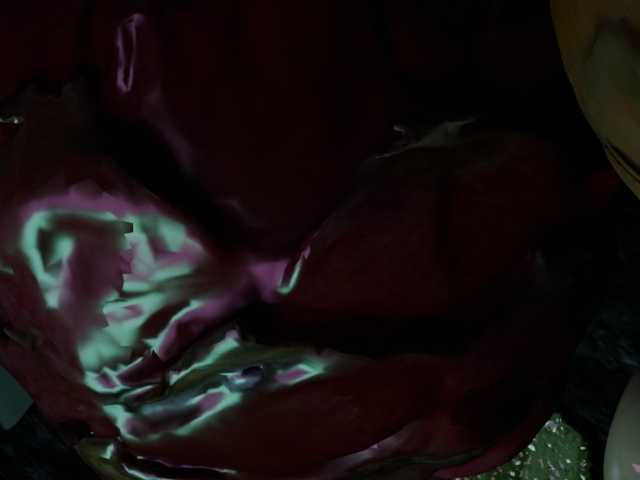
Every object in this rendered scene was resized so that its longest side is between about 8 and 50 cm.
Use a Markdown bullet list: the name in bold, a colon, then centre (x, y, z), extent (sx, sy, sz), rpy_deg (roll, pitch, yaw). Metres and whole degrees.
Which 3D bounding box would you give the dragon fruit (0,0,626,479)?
- **dragon fruit**: centre (-0.016, -0.034, 0.749), extent (0.329, 0.329, 0.329), rpy_deg (30, 153, 17)

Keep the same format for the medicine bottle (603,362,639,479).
- **medicine bottle**: centre (0.276, 0.134, 0.874), extent (0.252, 0.114, 0.114), rpy_deg (22, 150, 31)

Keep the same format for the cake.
- **cake**: centre (0.132, 0.201, 1.188), extent (0.100, 0.099, 0.235), rpy_deg (24, 150, 23)

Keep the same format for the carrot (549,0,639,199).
- **carrot**: centre (0.195, -0.134, 0.427), extent (0.224, 0.224, 0.341), rpy_deg (36, 159, 3)

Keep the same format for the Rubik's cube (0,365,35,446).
- **Rubik's cube**: centre (-0.342, -0.021, 1.173), extent (0.305, 0.301, 0.304), rpy_deg (26, 158, 23)
